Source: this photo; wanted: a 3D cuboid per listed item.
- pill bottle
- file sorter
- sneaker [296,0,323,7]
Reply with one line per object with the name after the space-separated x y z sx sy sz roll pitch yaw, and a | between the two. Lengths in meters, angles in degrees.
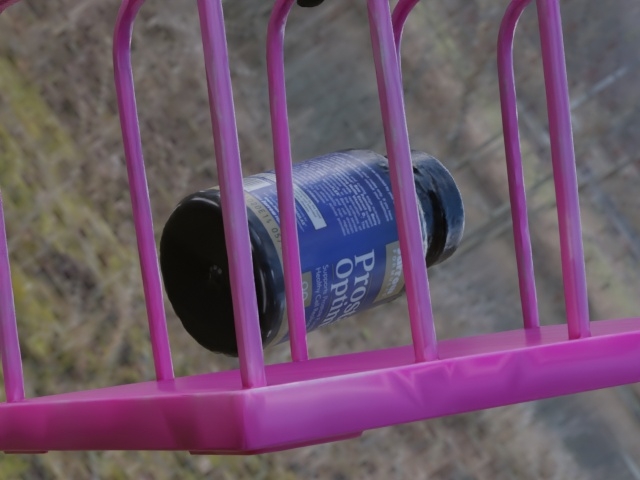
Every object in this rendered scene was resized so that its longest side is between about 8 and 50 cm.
0.000 0.000 1.258 0.219 0.123 0.123 -19 70 -40 | pill bottle
0.032 -0.027 0.666 0.202 0.290 0.182 -10 -94 56 | file sorter
-0.009 -0.261 1.145 0.151 0.094 0.256 35 43 -18 | sneaker
